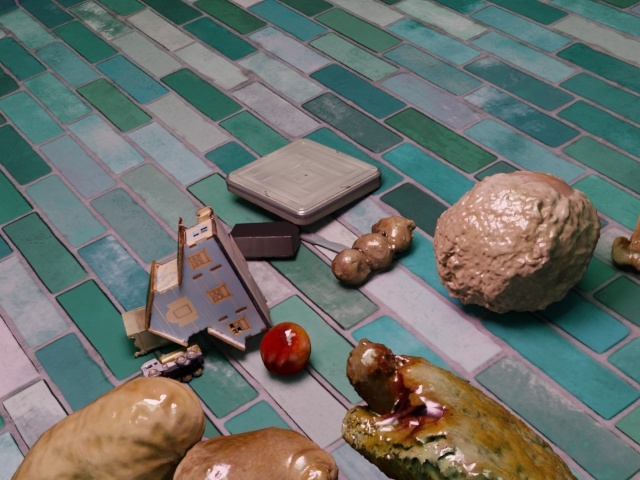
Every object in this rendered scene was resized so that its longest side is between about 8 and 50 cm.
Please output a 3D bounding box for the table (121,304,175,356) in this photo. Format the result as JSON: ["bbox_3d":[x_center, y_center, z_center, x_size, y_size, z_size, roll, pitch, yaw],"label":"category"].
[{"bbox_3d":[-0.338,0.173,1.936,0.083,0.062,0.079,-19,38,-10],"label":"table"}]

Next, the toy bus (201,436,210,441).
[{"bbox_3d":[-0.210,0.363,1.665,0.123,0.075,0.060,15,45,28],"label":"toy bus"}]

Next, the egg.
[{"bbox_3d":[0.364,0.000,1.838,0.310,0.279,0.279,-28,33,24],"label":"egg"}]

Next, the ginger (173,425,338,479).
[{"bbox_3d":[-0.092,0.375,1.536,0.221,0.130,0.275,7,22,23],"label":"ginger"}]

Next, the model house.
[{"bbox_3d":[-0.240,0.091,1.873,0.206,0.271,0.178,-27,29,3],"label":"model house"}]

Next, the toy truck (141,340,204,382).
[{"bbox_3d":[-0.276,0.236,1.855,0.123,0.052,0.063,-25,37,-18],"label":"toy truck"}]

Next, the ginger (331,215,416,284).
[{"bbox_3d":[0.106,0.021,2.009,0.104,0.080,0.204,10,39,45],"label":"ginger"}]

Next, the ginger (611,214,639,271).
[{"bbox_3d":[0.653,0.005,1.921,0.214,0.059,0.133,-36,37,-30],"label":"ginger"}]

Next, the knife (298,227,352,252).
[{"bbox_3d":[0.000,0.001,2.108,0.210,0.015,0.028,20,55,33],"label":"knife"}]

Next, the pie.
[{"bbox_3d":[0.233,0.338,1.410,0.180,0.395,0.418,-55,44,7],"label":"pie"}]

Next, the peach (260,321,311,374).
[{"bbox_3d":[-0.064,0.196,1.816,0.100,0.101,0.101,-6,39,5],"label":"peach"}]

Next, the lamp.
[{"bbox_3d":[-0.038,-0.137,2.233,0.269,0.047,0.266,26,43,37],"label":"lamp"}]

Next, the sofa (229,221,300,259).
[{"bbox_3d":[-0.119,0.003,2.109,0.147,0.060,0.085,-2,25,11],"label":"sofa"}]

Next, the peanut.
[{"bbox_3d":[-0.351,0.361,1.586,0.387,0.169,0.192,-33,72,9],"label":"peanut"}]
